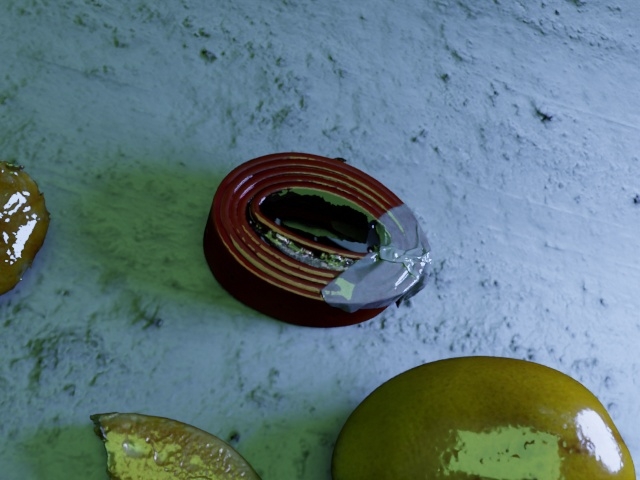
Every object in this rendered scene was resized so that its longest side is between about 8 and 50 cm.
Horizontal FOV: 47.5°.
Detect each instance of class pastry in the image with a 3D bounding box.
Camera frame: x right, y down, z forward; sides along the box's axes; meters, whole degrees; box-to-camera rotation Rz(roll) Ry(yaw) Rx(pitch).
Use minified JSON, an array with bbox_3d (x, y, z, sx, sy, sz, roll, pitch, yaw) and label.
[{"bbox_3d":[-0.436,-0.026,0.879,0.229,0.100,0.218,-7,93,-46],"label":"pastry"}]

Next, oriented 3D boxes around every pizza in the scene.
[{"bbox_3d":[-0.165,0.293,0.881,0.271,0.056,0.134,22,60,-8],"label":"pizza"}]

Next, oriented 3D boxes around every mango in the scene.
[{"bbox_3d":[0.200,0.277,0.912,0.378,0.221,0.264,2,69,-6],"label":"mango"}]

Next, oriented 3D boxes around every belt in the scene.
[{"bbox_3d":[0.000,0.000,1.031,0.324,0.115,0.227,14,64,-11],"label":"belt"}]
